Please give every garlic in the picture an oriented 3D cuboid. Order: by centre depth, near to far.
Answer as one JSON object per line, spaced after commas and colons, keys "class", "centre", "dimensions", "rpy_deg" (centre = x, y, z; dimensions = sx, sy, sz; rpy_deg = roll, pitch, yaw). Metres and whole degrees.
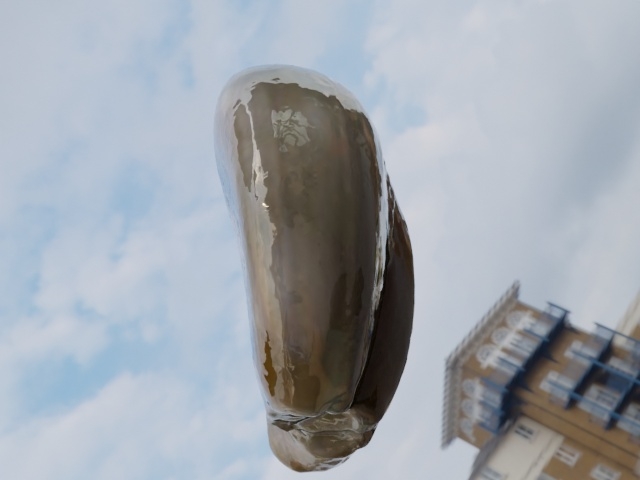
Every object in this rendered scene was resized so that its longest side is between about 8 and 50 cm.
{"class": "garlic", "centre": [0.000, 0.000, 0.493], "dimensions": [0.110, 0.228, 0.217], "rpy_deg": [-12, -25, -2]}
